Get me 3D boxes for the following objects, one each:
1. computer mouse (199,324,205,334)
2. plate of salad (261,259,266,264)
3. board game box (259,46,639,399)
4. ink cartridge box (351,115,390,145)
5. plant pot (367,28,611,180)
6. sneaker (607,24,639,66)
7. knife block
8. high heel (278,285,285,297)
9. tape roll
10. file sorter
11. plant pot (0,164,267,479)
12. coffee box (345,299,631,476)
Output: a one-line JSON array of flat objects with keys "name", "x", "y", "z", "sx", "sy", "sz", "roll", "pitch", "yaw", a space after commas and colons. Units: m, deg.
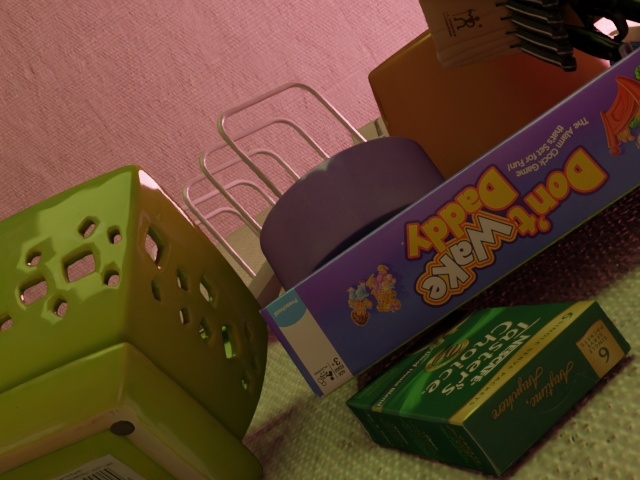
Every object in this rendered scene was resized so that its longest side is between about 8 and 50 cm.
[{"name": "computer mouse", "x": -0.148, "y": 0.130, "z": 1.486, "sx": 0.106, "sy": 0.042, "sz": 0.193, "roll": -39, "pitch": 12, "yaw": 15}, {"name": "plate of salad", "x": 0.000, "y": 0.000, "z": 1.602, "sx": 0.199, "sy": 0.048, "sz": 0.200, "roll": -26, "pitch": 2, "yaw": 1}, {"name": "board game box", "x": 0.133, "y": -0.017, "z": 0.800, "sx": 0.347, "sy": 0.078, "sz": 0.233, "roll": -35, "pitch": -5, "yaw": 6}, {"name": "ink cartridge box", "x": 0.171, "y": -0.180, "z": 1.643, "sx": 0.158, "sy": 0.092, "sz": 0.218, "roll": -20, "pitch": 2, "yaw": -26}, {"name": "plant pot", "x": 0.189, "y": -0.156, "z": 1.121, "sx": 0.290, "sy": 0.203, "sz": 0.291, "roll": -35, "pitch": 8, "yaw": 6}, {"name": "sneaker", "x": 0.334, "y": -0.153, "z": 1.007, "sx": 0.058, "sy": 0.085, "sz": 0.152, "roll": -8, "pitch": -11, "yaw": 41}, {"name": "knife block", "x": 0.215, "y": -0.241, "z": 0.885, "sx": 0.242, "sy": 0.088, "sz": 0.276, "roll": -9, "pitch": 34, "yaw": 26}, {"name": "high heel", "x": 0.041, "y": 0.030, "z": 1.238, "sx": 0.244, "sy": 0.082, "sz": 0.117, "roll": -54, "pitch": -28, "yaw": -14}, {"name": "tape roll", "x": 0.042, "y": -0.007, "z": 0.984, "sx": 0.189, "sy": 0.080, "sz": 0.189, "roll": -25, "pitch": -27, "yaw": -13}, {"name": "file sorter", "x": -0.072, "y": -0.034, "z": 1.293, "sx": 0.192, "sy": 0.173, "sz": 0.278, "roll": -33, "pitch": -15, "yaw": -44}, {"name": "plant pot", "x": -0.181, "y": 0.115, "z": 0.816, "sx": 0.228, "sy": 0.227, "sz": 0.207, "roll": -24, "pitch": 44, "yaw": 14}, {"name": "coffee box", "x": 0.096, "y": 0.086, "z": 0.634, "sx": 0.113, "sy": 0.040, "sz": 0.184, "roll": -38, "pitch": 7, "yaw": -17}]
